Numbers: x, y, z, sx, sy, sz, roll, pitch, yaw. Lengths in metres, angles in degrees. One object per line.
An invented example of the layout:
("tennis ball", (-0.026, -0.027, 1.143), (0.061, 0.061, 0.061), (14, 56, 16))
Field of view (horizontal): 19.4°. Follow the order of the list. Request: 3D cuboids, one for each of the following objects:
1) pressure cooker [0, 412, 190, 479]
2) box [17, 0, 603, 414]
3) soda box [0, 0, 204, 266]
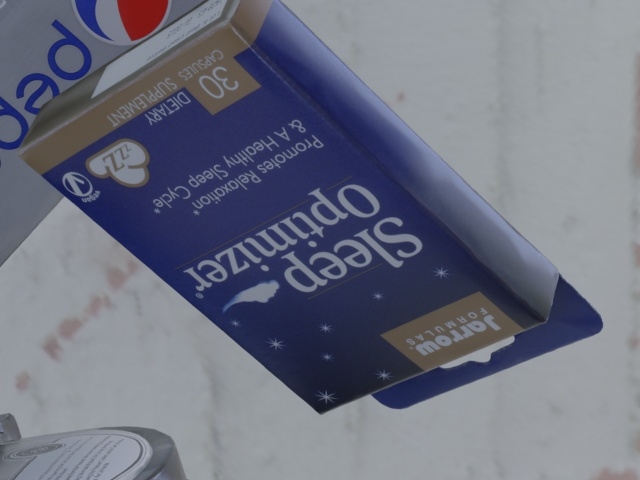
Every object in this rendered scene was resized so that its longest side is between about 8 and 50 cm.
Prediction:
("pressure cooker", (-0.208, 0.277, 1.013), (0.375, 0.370, 0.420), (-20, -83, -34))
("box", (0.000, 0.000, 0.780), (0.225, 0.136, 0.036), (41, -135, -24))
("soda box", (-0.126, -0.096, 0.937), (0.091, 0.098, 0.286), (41, -76, -12))
